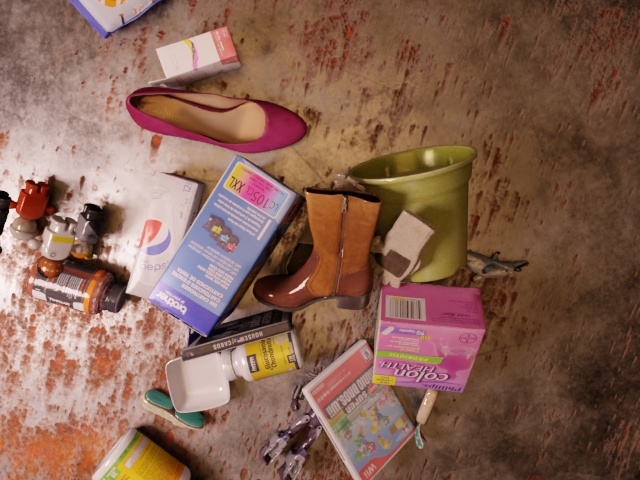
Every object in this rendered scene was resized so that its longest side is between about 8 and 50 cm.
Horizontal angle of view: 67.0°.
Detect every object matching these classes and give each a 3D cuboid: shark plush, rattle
[{"bbox_3d":[0.440,0.055,1.194,0.161,0.073,0.067,-6,67,2],"label":"shark plush"},{"bbox_3d":[0.227,0.407,1.213,0.143,0.130,0.199,16,122,5],"label":"rattle"}]

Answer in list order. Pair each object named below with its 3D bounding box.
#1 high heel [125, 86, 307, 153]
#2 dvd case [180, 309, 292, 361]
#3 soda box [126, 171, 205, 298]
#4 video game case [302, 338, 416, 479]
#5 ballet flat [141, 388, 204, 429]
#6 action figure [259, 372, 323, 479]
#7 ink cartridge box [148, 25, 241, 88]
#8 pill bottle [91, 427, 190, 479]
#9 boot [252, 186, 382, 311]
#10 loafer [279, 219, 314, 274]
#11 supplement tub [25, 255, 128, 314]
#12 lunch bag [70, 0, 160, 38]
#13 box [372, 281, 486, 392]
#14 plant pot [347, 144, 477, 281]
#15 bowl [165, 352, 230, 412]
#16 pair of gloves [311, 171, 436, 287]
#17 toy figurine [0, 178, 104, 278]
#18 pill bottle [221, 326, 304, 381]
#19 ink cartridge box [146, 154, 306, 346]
[{"bbox_3d":[-0.216,-0.259,1.048,0.378,0.181,0.127,1,97,-4],"label":"high heel"},{"bbox_3d":[-0.182,0.208,1.106,0.239,0.179,0.029,-16,94,-2],"label":"dvd case"},{"bbox_3d":[-0.353,-0.009,1.112,0.091,0.098,0.286,17,96,-5],"label":"soda box"},{"bbox_3d":[0.101,0.416,1.176,0.204,0.025,0.285,-34,100,-30],"label":"video game case"},{"bbox_3d":[-0.363,0.421,1.191,0.168,0.057,0.052,32,121,-3],"label":"ballet flat"},{"bbox_3d":[-0.020,0.452,1.188,0.185,0.099,0.285,39,89,4],"label":"action figure"},{"bbox_3d":[-0.281,-0.394,1.062,0.198,0.115,0.067,-19,98,-2],"label":"ink cartridge box"},{"bbox_3d":[-0.401,0.575,1.155,0.246,0.136,0.136,40,93,-7],"label":"pill bottle"},{"bbox_3d":[-0.017,0.023,0.977,0.264,0.096,0.280,6,130,9],"label":"boot"},{"bbox_3d":[0.000,0.000,1.137,0.102,0.092,0.268,32,95,-8],"label":"loafer"},{"bbox_3d":[-0.551,0.107,1.108,0.198,0.106,0.105,17,95,-5],"label":"supplement tub"},{"bbox_3d":[-0.443,-0.664,0.970,0.328,0.239,0.385,-36,114,0],"label":"lunch bag"},{"bbox_3d":[0.232,0.220,1.090,0.214,0.117,0.242,5,134,5],"label":"box"},{"bbox_3d":[0.220,-0.056,1.081,0.276,0.276,0.253,-14,109,-2],"label":"plant pot"},{"bbox_3d":[-0.293,0.336,1.177,0.142,0.053,0.141,-11,97,-2],"label":"bowl"},{"bbox_3d":[0.105,-0.015,1.004,0.240,0.042,0.204,29,136,14],"label":"pair of gloves"},{"bbox_3d":[-0.600,-0.020,1.040,0.210,0.213,0.148,23,104,-9],"label":"toy figurine"},{"bbox_3d":[-0.137,0.276,1.155,0.184,0.103,0.103,-15,97,-2],"label":"pill bottle"},{"bbox_3d":[-0.201,0.032,1.039,0.151,0.270,0.395,35,93,0],"label":"ink cartridge box"}]
